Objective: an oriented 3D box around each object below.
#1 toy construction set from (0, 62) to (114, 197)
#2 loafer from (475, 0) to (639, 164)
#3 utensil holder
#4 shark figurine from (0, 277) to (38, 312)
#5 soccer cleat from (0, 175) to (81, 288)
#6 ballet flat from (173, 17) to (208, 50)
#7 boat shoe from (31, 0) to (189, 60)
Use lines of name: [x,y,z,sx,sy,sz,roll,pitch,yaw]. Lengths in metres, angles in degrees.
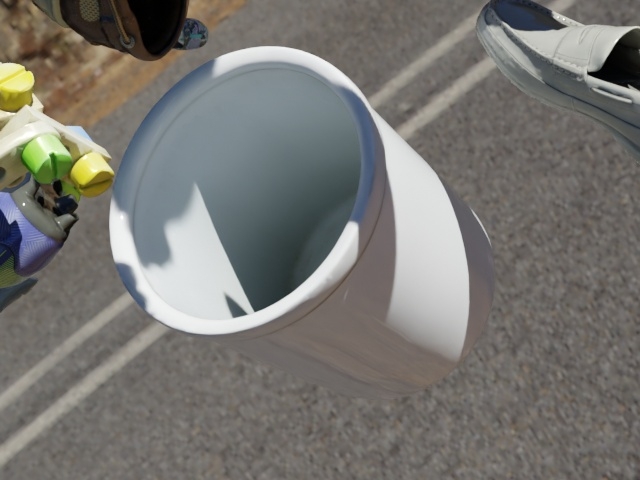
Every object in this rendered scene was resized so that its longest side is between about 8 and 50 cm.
toy construction set: [-0.266,-0.103,0.733,0.215,0.328,0.151,-32,50,-16]
loafer: [0.292,-0.174,1.182,0.112,0.111,0.319,-31,56,-34]
utensil holder: [0.000,0.000,1.377,0.327,0.385,0.327,-11,67,27]
shark figurine: [-0.448,0.027,1.245,0.278,0.166,0.116,8,72,37]
soccer cleat: [-0.284,-0.029,1.077,0.121,0.093,0.289,-41,17,2]
ballet flat: [-0.172,-0.224,1.256,0.114,0.041,0.041,11,49,37]
boat shoe: [-0.085,-0.194,0.581,0.095,0.095,0.257,-43,-16,-31]
